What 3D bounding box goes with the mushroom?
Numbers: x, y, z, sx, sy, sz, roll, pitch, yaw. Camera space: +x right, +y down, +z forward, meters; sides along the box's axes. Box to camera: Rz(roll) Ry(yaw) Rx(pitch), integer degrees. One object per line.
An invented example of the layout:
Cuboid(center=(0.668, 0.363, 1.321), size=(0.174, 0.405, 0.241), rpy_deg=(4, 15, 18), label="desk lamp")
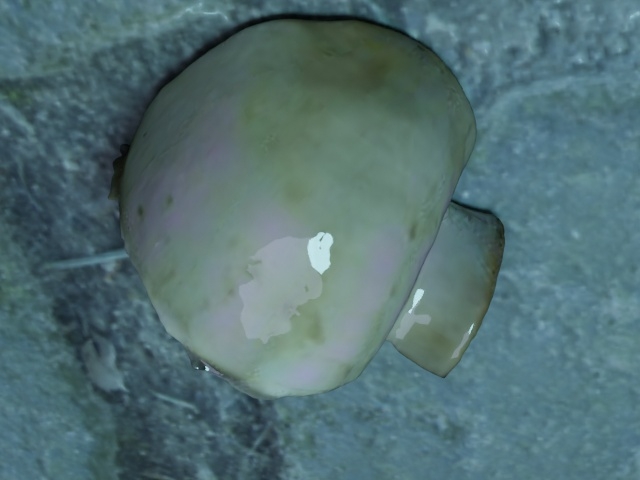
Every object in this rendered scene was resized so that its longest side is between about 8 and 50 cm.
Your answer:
Cuboid(center=(0.009, -0.011, 1.051), size=(0.236, 0.162, 0.173), rpy_deg=(26, 130, -15), label="mushroom")
